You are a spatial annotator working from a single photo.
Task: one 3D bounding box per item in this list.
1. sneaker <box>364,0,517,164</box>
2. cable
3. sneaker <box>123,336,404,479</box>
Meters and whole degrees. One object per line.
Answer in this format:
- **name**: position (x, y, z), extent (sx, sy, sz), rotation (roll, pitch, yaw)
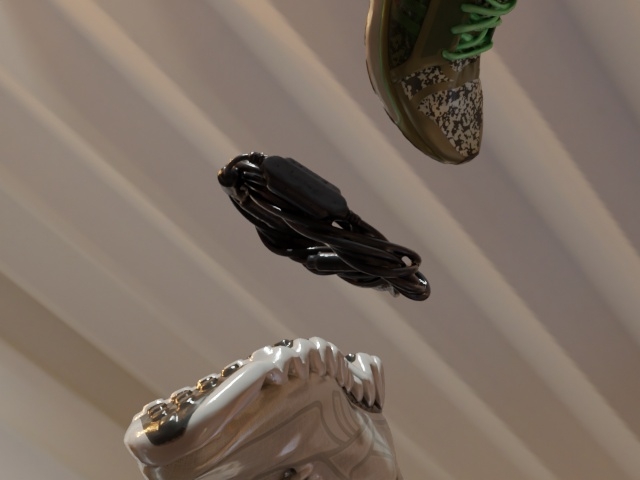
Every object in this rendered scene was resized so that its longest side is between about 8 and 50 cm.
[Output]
- **sneaker**: position (0.153, -0.271, 1.371), extent (0.182, 0.158, 0.410), rotation (11, -59, 42)
- **cable**: position (0.000, 0.000, 0.955), extent (0.184, 0.047, 0.150), rotation (31, -17, 0)
- **sneaker**: position (-0.011, 0.128, 0.730), extent (0.292, 0.110, 0.118), rotation (19, 47, -68)
